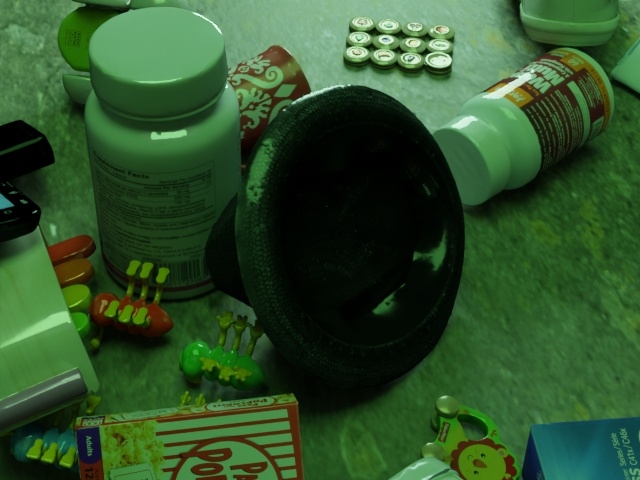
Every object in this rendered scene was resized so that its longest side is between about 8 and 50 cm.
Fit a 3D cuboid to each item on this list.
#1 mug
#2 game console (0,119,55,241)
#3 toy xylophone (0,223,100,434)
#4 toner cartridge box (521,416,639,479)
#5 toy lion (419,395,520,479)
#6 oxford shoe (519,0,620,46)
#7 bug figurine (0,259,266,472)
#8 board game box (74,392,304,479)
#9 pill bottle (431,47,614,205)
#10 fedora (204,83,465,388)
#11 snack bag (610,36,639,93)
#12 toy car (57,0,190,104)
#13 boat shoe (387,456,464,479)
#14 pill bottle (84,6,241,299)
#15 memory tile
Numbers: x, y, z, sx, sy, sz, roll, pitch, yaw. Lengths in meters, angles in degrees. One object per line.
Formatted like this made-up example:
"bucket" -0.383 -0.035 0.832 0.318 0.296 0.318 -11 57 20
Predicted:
"mug" -0.097 -0.144 1.567 0.169 0.113 0.150 -25 47 -21
"game console" -0.374 -0.055 1.405 0.213 0.044 0.361 -24 23 -19
"toy xylophone" -0.336 0.072 1.286 0.236 0.081 0.323 -18 31 -3
"toner cartridge box" 0.291 0.306 1.113 0.165 0.075 0.348 -5 43 -5
"toy lion" 0.145 0.205 1.255 0.096 0.034 0.100 17 44 6
"oxford shoe" 0.323 -0.375 1.755 0.169 0.130 0.449 1 23 4
"bug figurine" -0.174 0.145 1.277 0.216 0.072 0.279 15 41 7
"board game box" -0.110 0.219 1.149 0.193 0.147 0.045 -6 6 -8
"pill bottle" 0.237 -0.134 1.555 0.221 0.121 0.121 -32 52 -31
"fedora" 0.000 0.000 1.344 0.152 0.334 0.334 -7 30 44
"snack bag" 0.574 -0.256 1.611 0.342 0.037 0.323 42 99 35
"toy car" -0.237 -0.247 1.667 0.182 0.159 0.136 8 9 8
"boat shoe" 0.042 0.286 1.121 0.267 0.096 0.088 -26 44 -37
"pill bottle" -0.162 -0.090 1.375 0.160 0.283 0.160 1 42 -1
"memory tile" 0.107 -0.265 1.773 0.148 0.012 0.113 7 43 5
